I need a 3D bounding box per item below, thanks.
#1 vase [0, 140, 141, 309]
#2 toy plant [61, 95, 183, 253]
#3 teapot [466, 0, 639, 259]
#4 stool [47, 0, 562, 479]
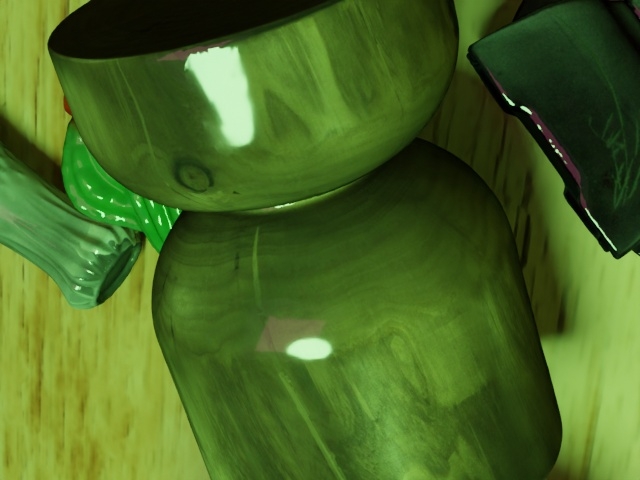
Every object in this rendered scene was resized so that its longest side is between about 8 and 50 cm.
[{"bbox_3d":[-0.180,-0.019,0.930,0.149,0.081,0.081,32,122,10],"label":"vase"},{"bbox_3d":[-0.058,-0.098,0.823,0.154,0.088,0.240,18,108,9],"label":"toy plant"},{"bbox_3d":[0.142,-0.067,0.727,0.096,0.087,0.177,-35,89,6],"label":"teapot"},{"bbox_3d":[0.000,0.000,0.727,0.179,0.179,0.264,-2,118,30],"label":"stool"}]
